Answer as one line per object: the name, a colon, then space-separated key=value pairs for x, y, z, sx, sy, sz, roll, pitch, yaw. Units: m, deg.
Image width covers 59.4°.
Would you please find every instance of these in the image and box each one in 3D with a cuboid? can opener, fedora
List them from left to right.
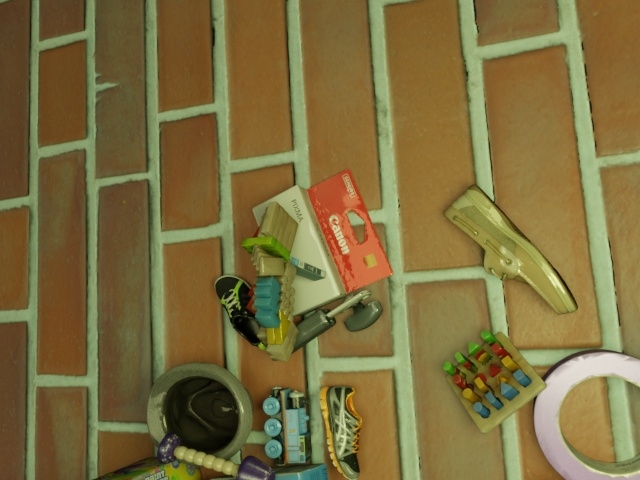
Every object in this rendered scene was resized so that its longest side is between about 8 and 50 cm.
fedora: x=-0.277 y=0.420 z=1.388 sx=0.276 sy=0.124 sz=0.243 roll=-8 pitch=82 yaw=18
can opener: x=0.015 y=0.212 z=1.334 sx=0.283 sy=0.076 sz=0.095 roll=-36 pitch=73 yaw=14

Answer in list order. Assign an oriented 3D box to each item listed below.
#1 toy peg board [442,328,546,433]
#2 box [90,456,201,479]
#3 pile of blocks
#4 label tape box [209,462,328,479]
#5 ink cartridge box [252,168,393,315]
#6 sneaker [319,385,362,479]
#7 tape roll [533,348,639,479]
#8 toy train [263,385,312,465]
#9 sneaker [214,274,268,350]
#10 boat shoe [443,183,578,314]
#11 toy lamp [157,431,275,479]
toy peg board: x=0.344 y=0.280 z=1.164 sx=0.161 sy=0.079 sz=0.160 roll=-43 pitch=35 yaw=11
box: x=-0.416 y=0.679 z=1.320 sx=0.177 sy=0.290 sz=0.279 roll=-15 pitch=78 yaw=18
pile of blocks: x=-0.135 y=0.096 z=1.298 sx=0.113 sy=0.149 sz=0.361 roll=-5 pitch=81 yaw=29
label tape box: x=-0.132 y=0.665 z=1.299 sx=0.348 sy=0.115 sz=0.249 roll=-20 pitch=74 yaw=33
ink cartridge box: x=0.000 y=0.000 z=1.370 sx=0.261 sy=0.066 sz=0.296 roll=-26 pitch=76 yaw=16
sneaker: x=0.060 y=0.438 z=1.290 sx=0.083 sy=0.084 sz=0.214 roll=-17 pitch=77 yaw=12
tape roll: x=0.568 y=0.357 z=1.112 sx=0.275 sy=0.090 sz=0.274 roll=-2 pitch=83 yaw=20
toy train: x=-0.077 y=0.442 z=1.342 sx=0.105 sy=0.080 sz=0.184 roll=-5 pitch=80 yaw=10
sneaker: x=-0.193 y=0.174 z=1.401 sx=0.084 sy=0.097 sz=0.234 roll=-46 pitch=71 yaw=9
boat shoe: x=0.402 y=0.034 z=1.201 sx=0.110 sy=0.122 sz=0.341 roll=-43 pitch=62 yaw=15
toy lamp: x=-0.232 y=0.499 z=1.257 sx=0.275 sy=0.080 sz=0.080 roll=10 pitch=87 yaw=23
